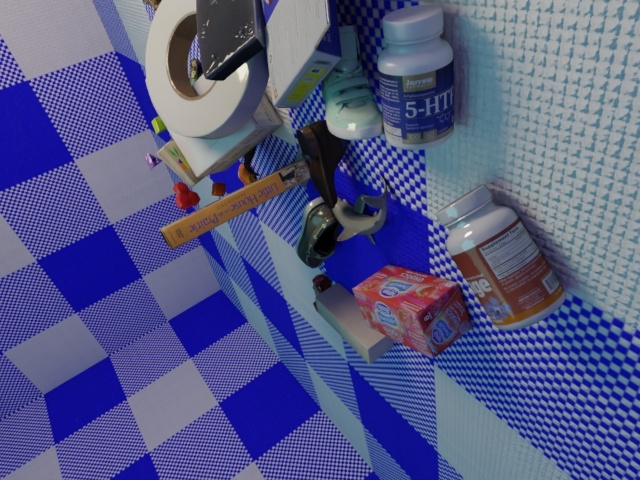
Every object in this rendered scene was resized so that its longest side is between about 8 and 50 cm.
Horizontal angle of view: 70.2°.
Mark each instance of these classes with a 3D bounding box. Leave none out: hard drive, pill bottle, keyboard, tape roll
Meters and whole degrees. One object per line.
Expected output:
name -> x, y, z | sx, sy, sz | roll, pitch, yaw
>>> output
hard drive -> -0.187, -0.469, 0.953 | 0.171, 0.054, 0.255 | -25, 64, 32
pill bottle -> 0.144, -0.244, 0.690 | 0.112, 0.111, 0.187 | 36, 149, 45
keyboard -> -0.039, -0.230, 1.255 | 0.072, 0.014, 0.256 | 60, 159, 12
tape roll -> -0.290, -0.449, 1.133 | 0.391, 0.072, 0.393 | 4, 98, 32
pill bottle -> 0.281, 0.024, 0.732 | 0.216, 0.121, 0.121 | 58, 159, 3

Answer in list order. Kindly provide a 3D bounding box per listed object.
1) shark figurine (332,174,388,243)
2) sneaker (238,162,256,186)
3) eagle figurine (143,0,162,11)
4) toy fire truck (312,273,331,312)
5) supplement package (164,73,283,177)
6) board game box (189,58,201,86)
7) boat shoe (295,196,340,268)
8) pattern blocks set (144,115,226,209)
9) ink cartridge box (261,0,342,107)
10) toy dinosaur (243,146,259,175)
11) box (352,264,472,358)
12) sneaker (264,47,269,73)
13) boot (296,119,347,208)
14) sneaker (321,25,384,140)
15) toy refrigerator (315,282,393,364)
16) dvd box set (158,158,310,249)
shark figurine -> 0.090, -0.041, 1.083 | 0.166, 0.116, 0.278 | 61, 161, -9
sneaker -> -0.259, -0.219, 1.708 | 0.067, 0.064, 0.175 | 19, 145, 30
eagle figurine -> -0.391, -0.737, 1.187 | 0.226, 0.225, 0.298 | 22, 125, -12
toy fire truck -> 0.006, 0.198, 1.666 | 0.135, 0.047, 0.192 | 27, 142, 56
supplement package -> -0.280, -0.340, 1.290 | 0.261, 0.145, 0.204 | -30, 91, 32
board game box -> -0.425, -0.492, 1.570 | 0.136, 0.030, 0.260 | 88, 174, -55
boat shoe -> -0.004, 0.002, 1.347 | 0.091, 0.109, 0.305 | 53, 155, 27
pattern blocks set -> -0.385, -0.241, 1.340 | 0.026, 0.325, 0.286 | -30, 99, 29
ink cartridge box -> -0.029, -0.422, 0.761 | 0.307, 0.072, 0.304 | 169, 96, -67
toy dinosaur -> -0.268, -0.353, 1.462 | 0.313, 0.160, 0.121 | 45, 121, 3
box -> 0.205, 0.154, 1.061 | 0.256, 0.128, 0.123 | 14, 132, 62
sneaker -> -0.078, -0.419, 1.013 | 0.082, 0.069, 0.210 | 33, 147, 42
boot -> 0.029, -0.180, 1.058 | 0.082, 0.106, 0.219 | 41, 158, 47
sneaker -> 0.044, -0.286, 0.803 | 0.256, 0.094, 0.151 | -110, 10, -48
toy refrigerator -> 0.105, 0.262, 1.459 | 0.269, 0.102, 0.094 | 39, 151, 41
dvd box set -> -0.255, -0.103, 1.309 | 0.062, 0.420, 0.307 | 64, 162, -11
